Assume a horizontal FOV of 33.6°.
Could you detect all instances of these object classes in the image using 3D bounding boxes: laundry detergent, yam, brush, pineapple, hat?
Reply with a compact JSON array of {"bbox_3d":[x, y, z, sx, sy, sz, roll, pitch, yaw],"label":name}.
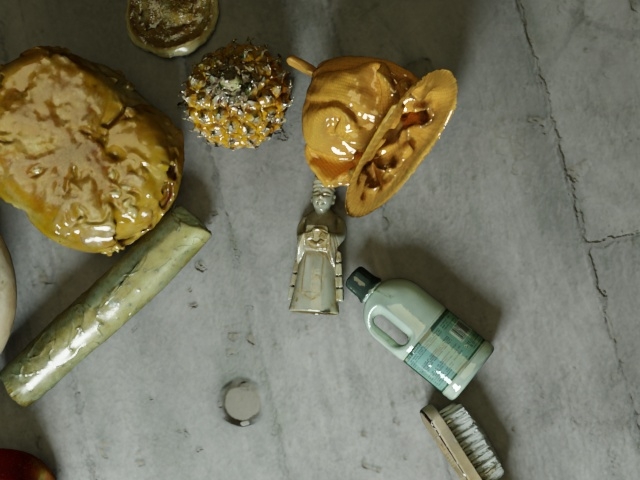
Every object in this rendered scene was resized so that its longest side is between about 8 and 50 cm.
[{"bbox_3d":[0.130,0.119,1.505,0.225,0.070,0.099,39,94,8],"label":"laundry detergent"},{"bbox_3d":[-0.313,0.097,1.544,0.371,0.083,0.083,-45,81,-1],"label":"yam"},{"bbox_3d":[0.248,0.361,1.470,0.065,0.070,0.327,-30,82,-10],"label":"brush"},{"bbox_3d":[-0.127,-0.220,1.536,0.176,0.137,0.161,-28,81,0],"label":"pineapple"},{"bbox_3d":[0.034,-0.201,1.498,0.233,0.244,0.233,40,77,21],"label":"hat"}]

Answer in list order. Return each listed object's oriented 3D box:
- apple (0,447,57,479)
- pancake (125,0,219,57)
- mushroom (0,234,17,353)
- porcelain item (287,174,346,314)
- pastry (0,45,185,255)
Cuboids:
[{"bbox_3d":[-0.454,0.373,1.464,0.168,0.181,0.181,-18,81,5],"label":"apple"},{"bbox_3d":[-0.228,-0.354,1.618,0.158,0.028,0.158,-1,80,6],"label":"pancake"},{"bbox_3d":[-0.610,0.076,1.458,0.362,0.294,0.362,-1,84,5],"label":"mushroom"},{"bbox_3d":[0.000,0.000,1.539,0.084,0.054,0.213,4,82,11],"label":"porcelain item"},{"bbox_3d":[-0.346,-0.128,1.531,0.255,0.162,0.311,-44,91,-12],"label":"pastry"}]
